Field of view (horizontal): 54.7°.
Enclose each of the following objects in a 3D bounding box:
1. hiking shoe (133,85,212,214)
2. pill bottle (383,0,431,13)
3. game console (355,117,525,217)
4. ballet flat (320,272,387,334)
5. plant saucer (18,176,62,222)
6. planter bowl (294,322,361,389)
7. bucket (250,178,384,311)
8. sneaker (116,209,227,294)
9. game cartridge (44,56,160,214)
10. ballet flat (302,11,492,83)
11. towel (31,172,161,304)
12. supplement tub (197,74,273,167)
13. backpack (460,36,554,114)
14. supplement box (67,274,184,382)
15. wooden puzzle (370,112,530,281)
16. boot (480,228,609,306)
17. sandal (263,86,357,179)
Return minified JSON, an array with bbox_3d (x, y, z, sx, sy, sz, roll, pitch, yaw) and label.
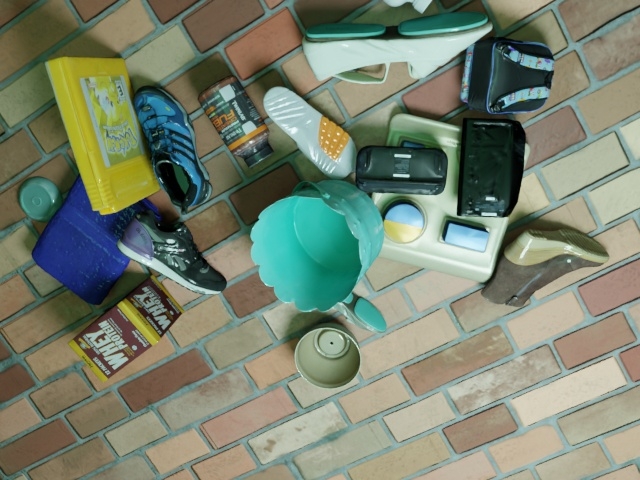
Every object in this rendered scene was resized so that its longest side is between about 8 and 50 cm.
[{"bbox_3d":[-0.346,-0.216,1.432,0.113,0.132,0.304,-24,101,13],"label":"hiking shoe"},{"bbox_3d":[0.133,-0.584,1.264,0.264,0.146,0.146,37,107,-5],"label":"pill bottle"},{"bbox_3d":[0.258,-0.163,1.349,0.361,0.044,0.213,3,100,4],"label":"game console"},{"bbox_3d":[0.070,0.163,1.530,0.213,0.072,0.068,40,134,-4],"label":"ballet flat"},{"bbox_3d":[-0.714,-0.101,1.567,0.119,0.021,0.119,2,105,7],"label":"plant saucer"},{"bbox_3d":[0.023,0.270,1.534,0.162,0.109,0.162,2,106,6],"label":"planter bowl"},{"bbox_3d":[0.000,0.000,1.388,0.281,0.183,0.281,11,116,23],"label":"bucket"},{"bbox_3d":[-0.331,0.029,1.486,0.283,0.107,0.124,30,101,-25],"label":"sneaker"},{"bbox_3d":[-0.461,-0.237,1.362,0.053,0.285,0.323,-12,104,10],"label":"game cartridge"},{"bbox_3d":[0.161,-0.408,1.333,0.400,0.139,0.139,-1,105,12],"label":"ballet flat"},{"bbox_3d":[-0.560,-0.014,1.550,0.227,0.076,0.308,38,105,-1],"label":"towel"},{"bbox_3d":[-0.186,-0.268,1.412,0.106,0.106,0.198,-30,100,14],"label":"supplement tub"},{"bbox_3d":[0.403,-0.348,1.312,0.173,0.117,0.158,-6,109,-24],"label":"backpack"},{"bbox_3d":[-0.476,0.214,1.535,0.191,0.194,0.129,-36,99,15],"label":"supplement box"},{"bbox_3d":[0.279,-0.088,1.418,0.322,0.080,0.348,14,107,3],"label":"wooden puzzle"},{"bbox_3d":[0.519,0.072,1.441,0.248,0.090,0.207,10,128,-16],"label":"boot"},{"bbox_3d":[-0.022,-0.252,1.409,0.265,0.076,0.102,43,93,-20],"label":"sandal"}]
